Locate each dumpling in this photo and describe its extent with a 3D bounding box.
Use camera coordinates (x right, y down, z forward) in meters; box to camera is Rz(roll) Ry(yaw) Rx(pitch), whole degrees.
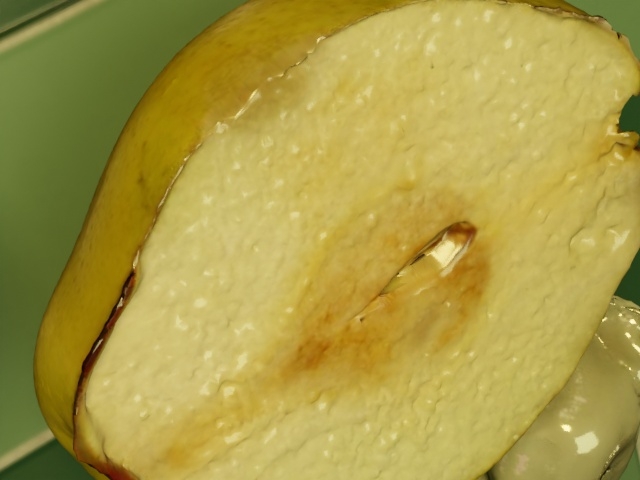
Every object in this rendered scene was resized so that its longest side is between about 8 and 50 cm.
[{"bbox_3d":[0.162,0.145,0.949,0.173,0.142,0.247,19,111,1],"label":"dumpling"}]

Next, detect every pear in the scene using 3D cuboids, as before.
[{"bbox_3d":[0.000,0.000,0.733,0.386,0.191,0.340,-32,127,-15],"label":"pear"}]
